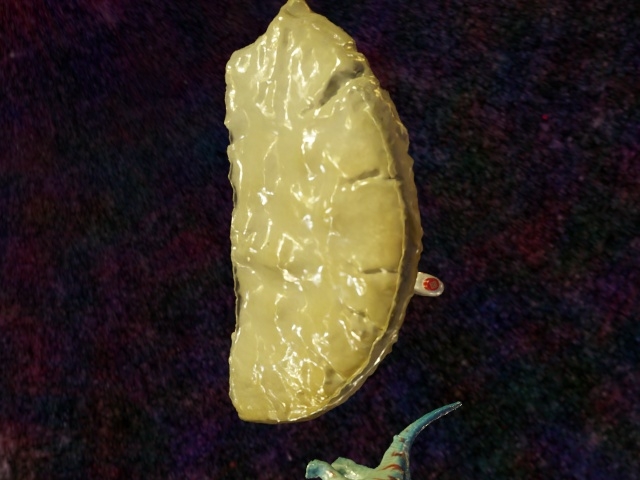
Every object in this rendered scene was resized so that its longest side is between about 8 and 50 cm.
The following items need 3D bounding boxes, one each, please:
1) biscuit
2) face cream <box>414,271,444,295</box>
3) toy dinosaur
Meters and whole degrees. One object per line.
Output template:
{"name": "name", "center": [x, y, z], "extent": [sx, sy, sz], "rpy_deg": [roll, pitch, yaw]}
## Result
{"name": "biscuit", "center": [-0.001, 0.001, 0.617], "extent": [0.038, 0.141, 0.289], "rpy_deg": [-20, 119, -49]}
{"name": "face cream", "center": [0.107, 0.046, 1.049], "extent": [0.040, 0.083, 0.021], "rpy_deg": [20, 86, -6]}
{"name": "toy dinosaur", "center": [0.029, 0.272, 1.000], "extent": [0.144, 0.329, 0.076], "rpy_deg": [11, 135, 19]}
